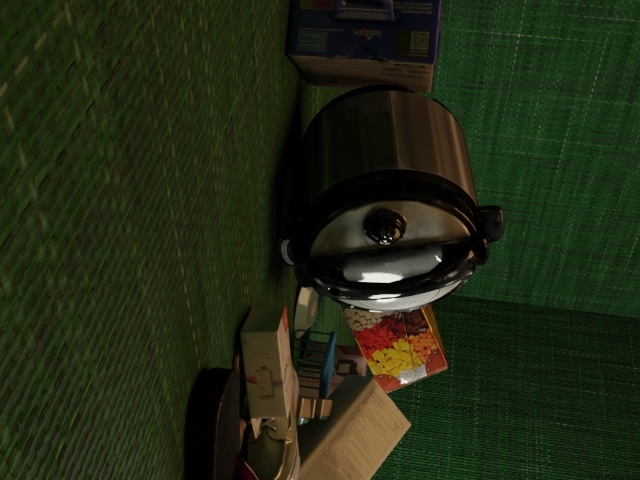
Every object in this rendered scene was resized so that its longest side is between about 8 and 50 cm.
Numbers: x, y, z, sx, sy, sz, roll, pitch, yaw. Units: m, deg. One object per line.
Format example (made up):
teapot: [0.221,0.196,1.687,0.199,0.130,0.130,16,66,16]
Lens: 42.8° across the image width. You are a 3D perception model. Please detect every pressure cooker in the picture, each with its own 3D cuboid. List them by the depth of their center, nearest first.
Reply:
pressure cooker: [0.127,-0.057,1.628,0.370,0.376,0.420,-43,-147,35]

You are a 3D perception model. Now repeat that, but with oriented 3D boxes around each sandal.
sandal: [-0.127,0.394,1.182,0.167,0.107,0.445,-70,165,-62]

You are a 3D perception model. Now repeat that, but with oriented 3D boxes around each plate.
plate: [-0.025,0.153,2.028,0.188,0.024,0.188,12,90,-76]

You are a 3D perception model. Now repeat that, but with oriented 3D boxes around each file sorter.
file sorter: [-0.029,0.303,1.917,0.170,0.105,0.118,-71,166,-62]

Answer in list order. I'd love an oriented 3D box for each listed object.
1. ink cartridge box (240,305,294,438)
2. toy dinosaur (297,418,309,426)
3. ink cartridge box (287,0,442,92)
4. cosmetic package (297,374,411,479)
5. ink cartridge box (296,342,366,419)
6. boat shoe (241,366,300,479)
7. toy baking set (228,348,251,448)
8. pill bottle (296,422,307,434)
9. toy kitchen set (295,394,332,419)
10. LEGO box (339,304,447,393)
ink cartridge box: [-0.086,0.223,1.385,0.115,0.067,0.198,-76,162,-72]
toy dinosaur: [-0.042,0.488,2.281,0.090,0.047,0.082,-92,-158,-57]
ink cartridge box: [0.093,-0.388,1.559,0.395,0.270,0.151,-23,118,-82]
cosmetic package: [0.039,0.462,1.796,0.309,0.160,0.113,-46,-162,-27]
ink cartridge box: [0.026,0.372,2.157,0.237,0.172,0.100,-67,161,-67]
boat shoe: [-0.097,0.338,1.497,0.302,0.109,0.094,-90,165,-45]
toy baking set: [-0.134,0.295,1.350,0.196,0.030,0.256,-74,169,-53]
pill bottle: [-0.006,0.555,2.026,0.323,0.182,0.181,73,24,-72]
toy kitchen set: [-0.082,0.400,1.689,0.207,0.122,0.166,27,69,-61]
LEGO box: [0.178,0.146,2.302,0.500,0.193,0.372,-78,143,-77]
